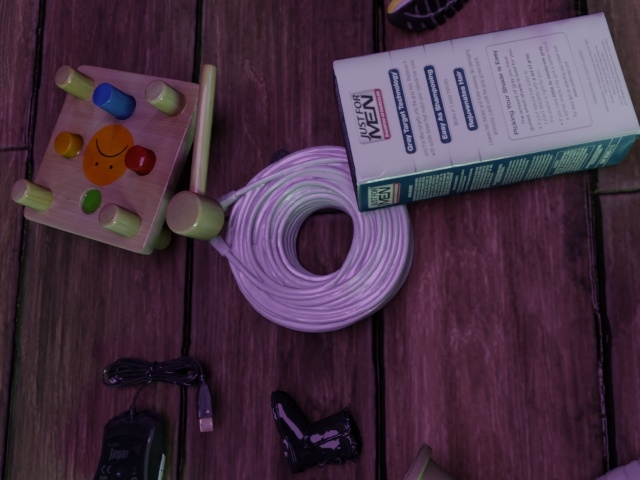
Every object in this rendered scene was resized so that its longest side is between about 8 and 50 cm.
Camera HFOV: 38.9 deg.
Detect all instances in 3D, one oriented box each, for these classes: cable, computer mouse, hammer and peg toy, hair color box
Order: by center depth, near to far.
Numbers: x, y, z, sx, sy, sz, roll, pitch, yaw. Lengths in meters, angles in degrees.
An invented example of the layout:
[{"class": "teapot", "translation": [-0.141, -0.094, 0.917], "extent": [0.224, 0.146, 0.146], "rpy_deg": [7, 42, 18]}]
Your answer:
[{"class": "hair color box", "translation": [0.201, -0.160, 1.145], "extent": [0.348, 0.105, 0.173], "rpy_deg": [-10, 72, -1]}, {"class": "cable", "translation": [0.000, 0.000, 1.228], "extent": [0.257, 0.089, 0.257], "rpy_deg": [-34, 70, 6]}, {"class": "computer mouse", "translation": [-0.224, 0.287, 1.252], "extent": [0.184, 0.060, 0.261], "rpy_deg": [-10, 63, 20]}, {"class": "hammer and peg toy", "translation": [-0.254, -0.117, 1.291], "extent": [0.362, 0.127, 0.265], "rpy_deg": [13, 82, 31]}]

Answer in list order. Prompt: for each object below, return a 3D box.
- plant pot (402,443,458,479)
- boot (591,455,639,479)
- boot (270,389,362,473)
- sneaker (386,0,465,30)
[{"class": "plant pot", "translation": [0.167, 0.441, 0.970], "extent": [0.306, 0.334, 0.333], "rpy_deg": [28, 87, 11]}, {"class": "boot", "translation": [0.399, 0.368, 1.007], "extent": [0.123, 0.095, 0.258], "rpy_deg": [-36, 68, 14]}, {"class": "boot", "translation": [-0.005, 0.245, 1.196], "extent": [0.099, 0.045, 0.121], "rpy_deg": [-20, 79, 15]}, {"class": "sneaker", "translation": [0.171, -0.379, 1.272], "extent": [0.209, 0.081, 0.094], "rpy_deg": [-37, 62, 0]}]
